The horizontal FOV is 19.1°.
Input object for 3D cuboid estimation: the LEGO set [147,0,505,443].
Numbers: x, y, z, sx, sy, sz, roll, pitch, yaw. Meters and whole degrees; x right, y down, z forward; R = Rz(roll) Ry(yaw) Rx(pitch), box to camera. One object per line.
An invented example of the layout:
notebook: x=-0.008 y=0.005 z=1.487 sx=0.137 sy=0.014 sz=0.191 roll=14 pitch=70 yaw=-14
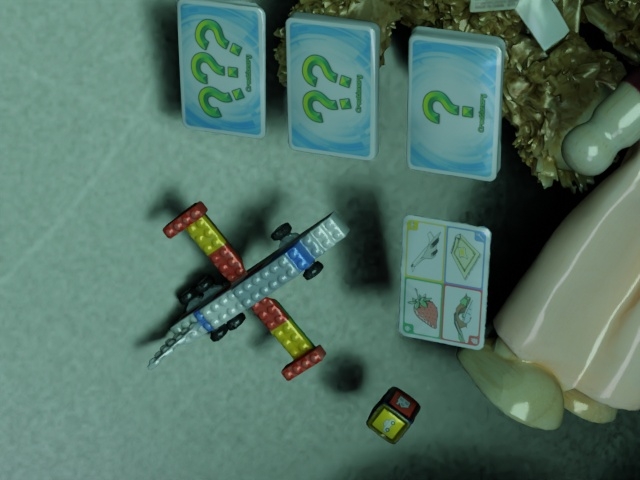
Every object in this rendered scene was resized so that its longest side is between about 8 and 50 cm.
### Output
LEGO set: x=0.000 y=0.000 z=1.019 sx=0.182 sy=0.060 sz=0.244 roll=10 pitch=120 yaw=17

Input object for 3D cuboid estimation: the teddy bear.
teddy bear: x=0.075 y=-0.173 z=1.058 sx=0.338 sy=0.113 sz=0.245 roll=18 pitch=100 yaw=-23

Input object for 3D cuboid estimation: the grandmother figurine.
grandmother figurine: x=0.211 y=-0.055 z=1.047 sx=0.104 sy=0.208 sz=0.342 roll=37 pitch=110 yaw=21
